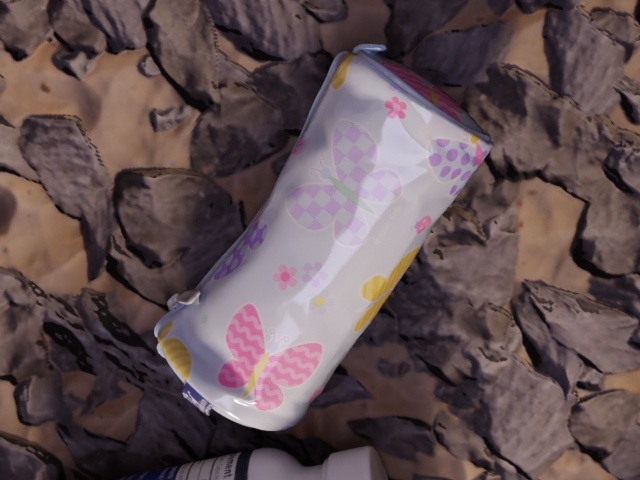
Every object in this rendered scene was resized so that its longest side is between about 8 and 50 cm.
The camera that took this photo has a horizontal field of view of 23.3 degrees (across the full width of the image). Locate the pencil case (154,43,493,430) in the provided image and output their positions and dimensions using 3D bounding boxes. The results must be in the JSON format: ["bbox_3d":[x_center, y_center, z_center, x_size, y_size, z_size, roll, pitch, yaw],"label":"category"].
[{"bbox_3d":[0.000,0.000,1.075,0.124,0.113,0.273,39,102,18],"label":"pencil case"}]

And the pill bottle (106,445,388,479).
[{"bbox_3d":[-0.077,0.233,1.103,0.265,0.153,0.153,-12,99,8],"label":"pill bottle"}]
